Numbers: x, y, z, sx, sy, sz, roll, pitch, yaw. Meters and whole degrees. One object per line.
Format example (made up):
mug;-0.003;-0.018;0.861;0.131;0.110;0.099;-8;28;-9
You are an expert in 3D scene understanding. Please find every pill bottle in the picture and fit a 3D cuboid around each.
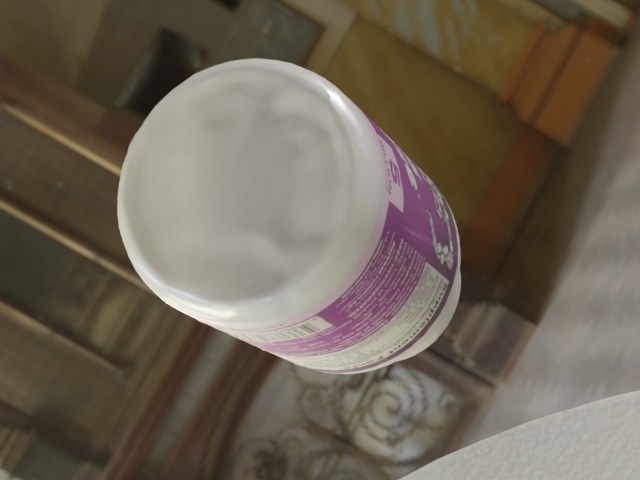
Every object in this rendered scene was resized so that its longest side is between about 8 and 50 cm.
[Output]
pill bottle;0.000;0.000;1.003;0.169;0.169;0.301;-60;-23;-2

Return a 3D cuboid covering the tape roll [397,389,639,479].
tape roll;0.152;0.195;0.524;0.072;0.392;0.392;-93;27;-46
